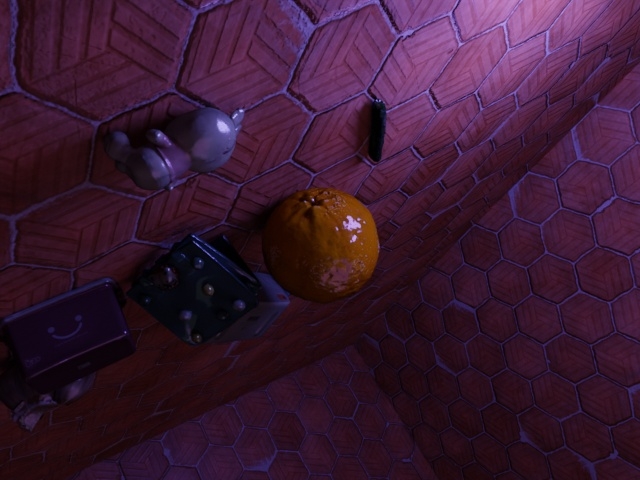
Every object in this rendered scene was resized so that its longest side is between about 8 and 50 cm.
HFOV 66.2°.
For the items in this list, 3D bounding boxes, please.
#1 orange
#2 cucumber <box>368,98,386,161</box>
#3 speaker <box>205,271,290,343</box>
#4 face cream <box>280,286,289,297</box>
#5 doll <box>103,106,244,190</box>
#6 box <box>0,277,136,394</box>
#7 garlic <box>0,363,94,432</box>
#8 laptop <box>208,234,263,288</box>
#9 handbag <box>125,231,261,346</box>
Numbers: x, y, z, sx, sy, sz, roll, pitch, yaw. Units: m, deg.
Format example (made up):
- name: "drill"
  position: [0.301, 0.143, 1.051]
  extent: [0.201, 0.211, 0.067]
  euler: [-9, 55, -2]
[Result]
- name: "orange"
  position: [0.000, 0.000, 1.378]
  extent: [0.340, 0.340, 0.293]
  euler: [-24, 133, -23]
- name: "cucumber"
  position: [0.157, -0.300, 1.342]
  extent: [0.044, 0.043, 0.257]
  euler: [-35, 158, -11]
- name: "speaker"
  position: [-0.280, 0.212, 1.631]
  extent: [0.184, 0.183, 0.406]
  euler: [-45, 157, 13]
- name: "face cream"
  position: [-0.092, 0.111, 1.783]
  extent: [0.086, 0.135, 0.385]
  euler: [21, 128, -21]
- name: "doll"
  position: [-0.256, -0.171, 0.934]
  extent: [0.275, 0.113, 0.155]
  euler: [-23, 153, -23]
- name: "box"
  position: [-0.619, 0.246, 1.236]
  extent: [0.294, 0.167, 0.193]
  euler: [-24, 158, -23]
- name: "garlic"
  position: [-0.744, 0.374, 1.322]
  extent: [0.214, 0.191, 0.160]
  euler: [-34, 132, 0]
- name: "laptop"
  position: [-0.273, 0.096, 1.400]
  extent: [0.135, 0.197, 0.016]
  euler: [-35, -166, 0]
- name: "handbag"
  position: [-0.335, 0.146, 1.309]
  extent: [0.268, 0.100, 0.274]
  euler: [-34, 120, 20]
